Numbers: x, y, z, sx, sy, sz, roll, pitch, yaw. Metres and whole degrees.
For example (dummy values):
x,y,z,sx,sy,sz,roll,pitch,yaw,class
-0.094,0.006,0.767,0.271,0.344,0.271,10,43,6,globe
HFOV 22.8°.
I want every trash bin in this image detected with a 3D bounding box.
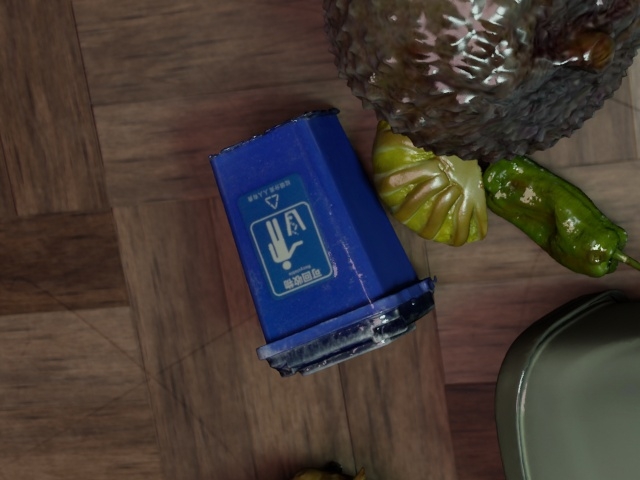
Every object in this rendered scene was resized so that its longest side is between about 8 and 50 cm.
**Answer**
x,y,z,sx,sy,sz,roll,pitch,yaw,class
0.319,0.156,1.439,0.250,0.220,0.219,-10,101,44,trash bin
0.000,0.000,1.561,0.162,0.184,0.234,-23,88,20,trash bin

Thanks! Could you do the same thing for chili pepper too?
x,y,z,sx,sy,sz,roll,pitch,yaw,class
0.244,-0.009,1.533,0.204,0.073,0.072,38,131,13,chili pepper

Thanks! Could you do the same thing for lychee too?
x,y,z,sx,sy,sz,roll,pitch,yaw,class
0.148,-0.211,1.396,0.300,0.300,0.300,4,108,14,lychee

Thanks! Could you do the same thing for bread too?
x,y,z,sx,sy,sz,roll,pitch,yaw,class
0.097,-0.066,1.535,0.094,0.083,0.157,-14,88,-16,bread

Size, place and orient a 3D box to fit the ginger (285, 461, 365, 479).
x,y,z,sx,sy,sz,roll,pitch,yaw,class
0.087,0.354,1.634,0.418,0.176,0.254,6,114,19,ginger
